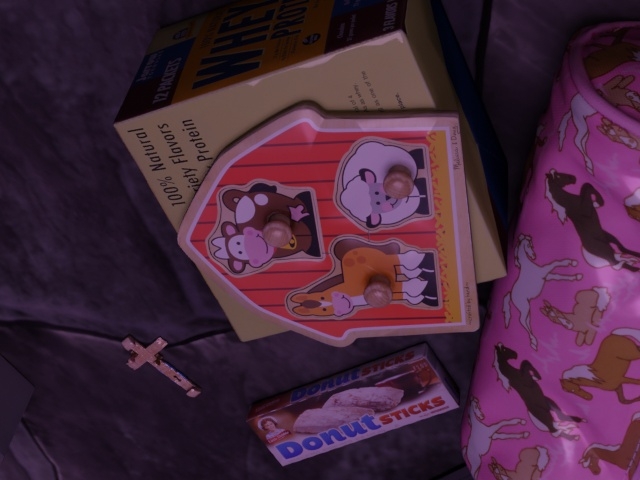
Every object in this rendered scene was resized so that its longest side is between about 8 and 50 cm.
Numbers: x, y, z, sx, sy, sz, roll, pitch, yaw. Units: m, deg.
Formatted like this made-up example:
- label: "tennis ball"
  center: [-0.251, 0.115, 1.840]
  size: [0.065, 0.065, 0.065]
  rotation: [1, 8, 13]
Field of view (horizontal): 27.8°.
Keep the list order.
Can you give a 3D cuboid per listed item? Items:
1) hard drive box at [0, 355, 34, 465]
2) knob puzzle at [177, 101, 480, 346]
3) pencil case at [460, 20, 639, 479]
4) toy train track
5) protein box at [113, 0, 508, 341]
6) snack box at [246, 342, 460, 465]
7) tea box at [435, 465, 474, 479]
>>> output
- label: "hard drive box"
  center: [-0.385, 0.203, 1.129]
  size: [0.232, 0.181, 0.089]
  rotation: [-28, 118, 27]
- label: "knob puzzle"
  center: [0.000, 0.000, 0.838]
  size: [0.213, 0.030, 0.213]
  rotation: [4, 128, 5]
- label: "pencil case"
  center: [0.209, 0.035, 0.922]
  size: [0.167, 0.160, 0.386]
  rotation: [10, 126, 3]
- label: "toy train track"
  center: [-0.139, 0.112, 1.125]
  size: [0.083, 0.014, 0.048]
  rotation: [39, 123, -20]
- label: "protein box"
  center: [0.003, -0.065, 0.895]
  size: [0.201, 0.136, 0.200]
  rotation: [-16, 123, 19]
- label: "snack box"
  center: [0.027, 0.143, 1.115]
  size: [0.178, 0.022, 0.064]
  rotation: [-22, 121, 23]
- label: "tea box"
  center: [0.173, 0.389, 1.150]
  size: [0.329, 0.220, 0.323]
  rotation: [-31, 115, 28]
